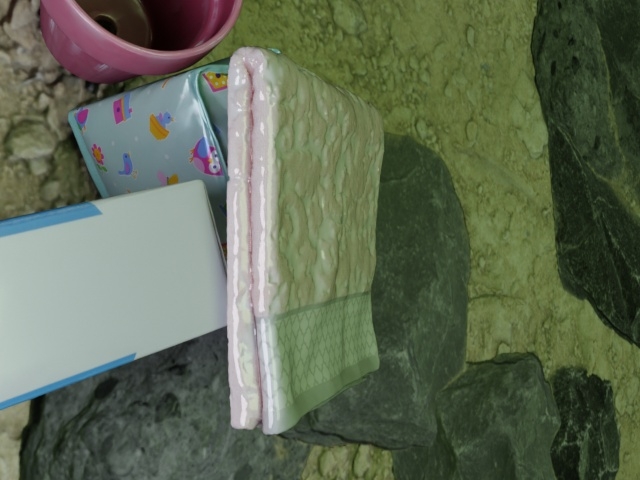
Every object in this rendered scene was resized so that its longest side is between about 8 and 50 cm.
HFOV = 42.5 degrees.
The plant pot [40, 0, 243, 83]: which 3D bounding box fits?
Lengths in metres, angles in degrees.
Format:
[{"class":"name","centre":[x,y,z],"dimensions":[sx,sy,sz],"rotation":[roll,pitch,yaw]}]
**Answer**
[{"class":"plant pot","centre":[-0.207,-0.253,0.856],"dimensions":[0.201,0.180,0.201],"rotation":[7,76,-31]}]

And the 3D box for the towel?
[{"class":"towel","centre":[0.000,0.000,0.795],"dimensions":[0.332,0.053,0.316],"rotation":[0,90,-71]}]

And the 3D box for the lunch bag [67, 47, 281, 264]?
[{"class":"lunch bag","centre":[-0.120,-0.055,0.906],"dimensions":[0.160,0.223,0.262],"rotation":[-34,110,-47]}]

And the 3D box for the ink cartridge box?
[{"class":"ink cartridge box","centre":[-0.259,0.045,0.715],"dimensions":[0.223,0.307,0.129],"rotation":[-19,98,-42]}]
